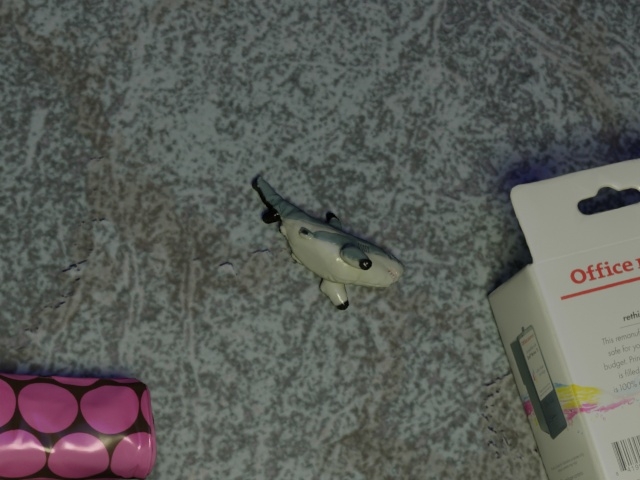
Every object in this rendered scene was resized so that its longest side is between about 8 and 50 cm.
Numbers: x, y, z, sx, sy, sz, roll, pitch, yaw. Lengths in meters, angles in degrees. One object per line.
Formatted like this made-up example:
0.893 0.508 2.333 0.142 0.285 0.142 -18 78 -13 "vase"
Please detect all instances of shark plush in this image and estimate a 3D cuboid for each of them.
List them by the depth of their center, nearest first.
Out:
0.000 0.000 1.684 0.161 0.073 0.067 29 45 18 "shark plush"

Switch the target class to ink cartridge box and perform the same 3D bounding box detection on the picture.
0.295 0.110 1.673 0.207 0.119 0.353 -12 77 -19 "ink cartridge box"

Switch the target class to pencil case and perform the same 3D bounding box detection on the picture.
-0.247 0.156 1.531 0.209 0.095 0.098 5 55 -16 "pencil case"
